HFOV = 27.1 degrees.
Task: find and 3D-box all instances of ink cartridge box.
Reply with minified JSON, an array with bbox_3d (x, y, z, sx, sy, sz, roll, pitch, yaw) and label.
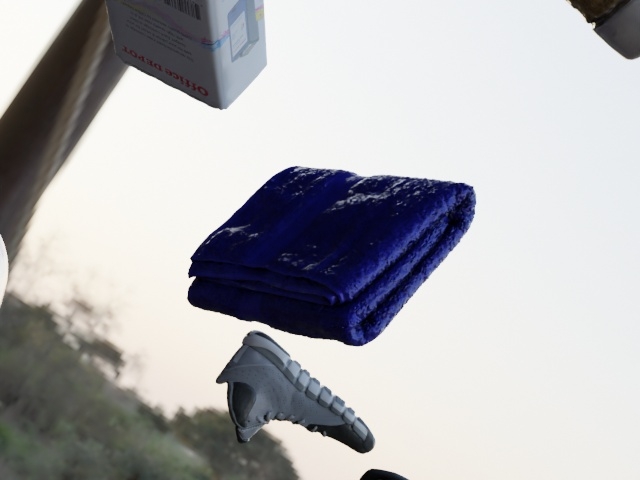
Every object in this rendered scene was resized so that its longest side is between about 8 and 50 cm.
[{"bbox_3d":[-0.143,-0.257,1.380,0.154,0.093,0.212,29,-32,20],"label":"ink cartridge box"}]

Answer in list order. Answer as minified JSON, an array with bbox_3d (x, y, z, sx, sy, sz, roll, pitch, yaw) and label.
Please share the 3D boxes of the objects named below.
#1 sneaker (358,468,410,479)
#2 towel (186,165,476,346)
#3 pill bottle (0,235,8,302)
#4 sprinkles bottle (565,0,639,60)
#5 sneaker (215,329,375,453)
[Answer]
[{"bbox_3d":[-0.007,0.232,1.022,0.321,0.124,0.180,8,-37,7],"label":"sneaker"},{"bbox_3d":[0.000,0.000,1.440,0.308,0.227,0.076,10,-38,51],"label":"towel"},{"bbox_3d":[-0.373,0.054,1.203,0.160,0.160,0.283,35,5,-15],"label":"pill bottle"},{"bbox_3d":[0.189,-0.318,1.194,0.355,0.121,0.121,40,-11,-6],"label":"sprinkles bottle"},{"bbox_3d":[-0.046,0.237,1.775,0.229,0.132,0.086,41,-11,1],"label":"sneaker"}]
